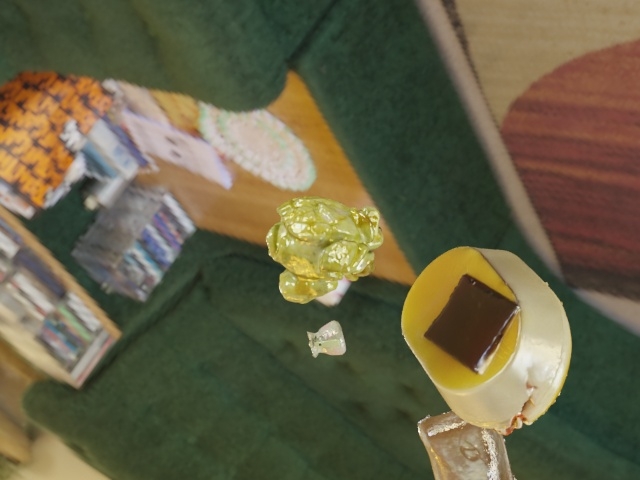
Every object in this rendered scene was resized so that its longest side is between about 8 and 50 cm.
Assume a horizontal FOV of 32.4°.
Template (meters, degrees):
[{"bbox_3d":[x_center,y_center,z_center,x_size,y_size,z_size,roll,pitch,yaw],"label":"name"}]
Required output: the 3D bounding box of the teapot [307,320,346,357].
[{"bbox_3d":[0.011,0.185,2.024,0.083,0.064,0.064,-153,48,-84],"label":"teapot"}]

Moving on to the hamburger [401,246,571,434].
[{"bbox_3d":[0.245,0.137,1.611,0.151,0.227,0.295,29,-161,-30],"label":"hamburger"}]

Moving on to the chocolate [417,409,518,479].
[{"bbox_3d":[0.297,0.452,2.143,0.083,0.161,0.261,-87,-25,-74],"label":"chocolate"}]

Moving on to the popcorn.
[{"bbox_3d":[0.000,0.000,1.407,0.135,0.162,0.141,56,-175,24],"label":"popcorn"}]
